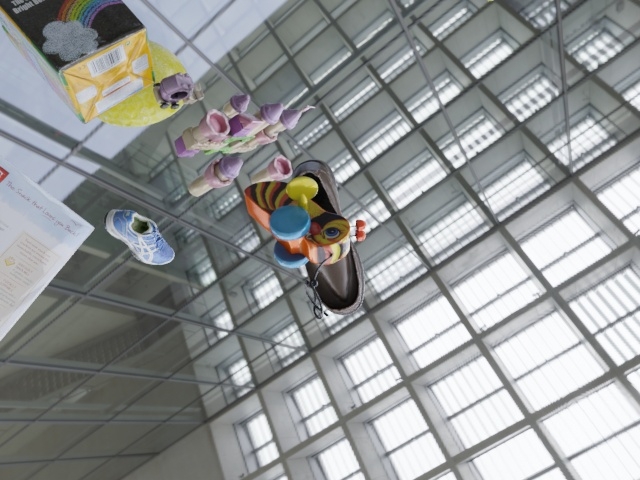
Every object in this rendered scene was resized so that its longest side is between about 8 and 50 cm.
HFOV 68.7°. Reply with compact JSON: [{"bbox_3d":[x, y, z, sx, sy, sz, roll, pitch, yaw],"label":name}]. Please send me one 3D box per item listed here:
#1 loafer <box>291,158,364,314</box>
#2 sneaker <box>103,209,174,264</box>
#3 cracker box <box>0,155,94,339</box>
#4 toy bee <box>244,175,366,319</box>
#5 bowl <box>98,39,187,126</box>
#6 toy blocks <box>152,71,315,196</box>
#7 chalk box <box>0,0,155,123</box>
[{"bbox_3d":[0.000,0.000,1.047,0.133,0.130,0.366,-17,-87,12],"label":"loafer"},{"bbox_3d":[-0.433,-0.003,1.162,0.081,0.211,0.080,-7,-122,26],"label":"sneaker"},{"bbox_3d":[-0.389,0.027,0.504,0.067,0.156,0.232,-10,-137,45],"label":"cracker box"},{"bbox_3d":[-0.009,-0.009,0.839,0.162,0.195,0.298,-23,-108,-19],"label":"toy bee"},{"bbox_3d":[-0.516,-0.467,1.279,0.289,0.156,0.290,0,-123,0],"label":"bowl"},{"bbox_3d":[-0.198,-0.298,1.174,0.260,0.288,0.309,-21,-92,40],"label":"toy blocks"},{"bbox_3d":[-0.481,-0.408,0.881,0.180,0.179,0.289,-40,-94,-21],"label":"chalk box"}]
